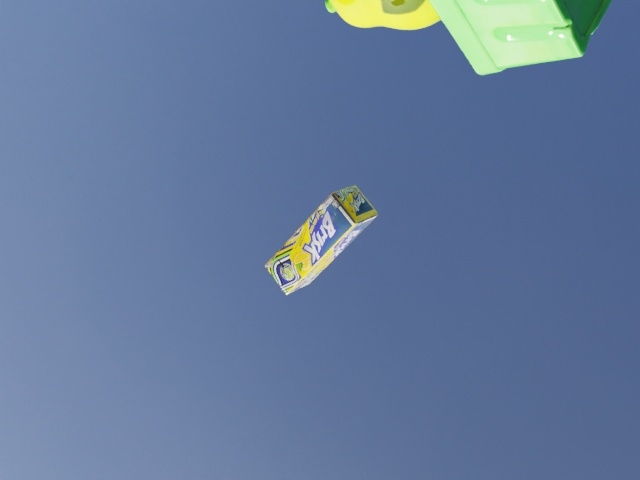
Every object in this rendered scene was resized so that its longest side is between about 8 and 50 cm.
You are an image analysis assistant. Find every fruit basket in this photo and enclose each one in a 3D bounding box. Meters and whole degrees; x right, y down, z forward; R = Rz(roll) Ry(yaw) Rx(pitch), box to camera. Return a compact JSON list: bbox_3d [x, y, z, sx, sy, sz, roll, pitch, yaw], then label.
[{"bbox_3d":[0.186,-0.408,1.388,0.392,0.392,0.283,20,-106,36],"label":"fruit basket"}]

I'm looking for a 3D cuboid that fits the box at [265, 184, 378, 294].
[{"bbox_3d":[0.000,0.000,1.367,0.054,0.059,0.169,52,-53,12],"label":"box"}]
